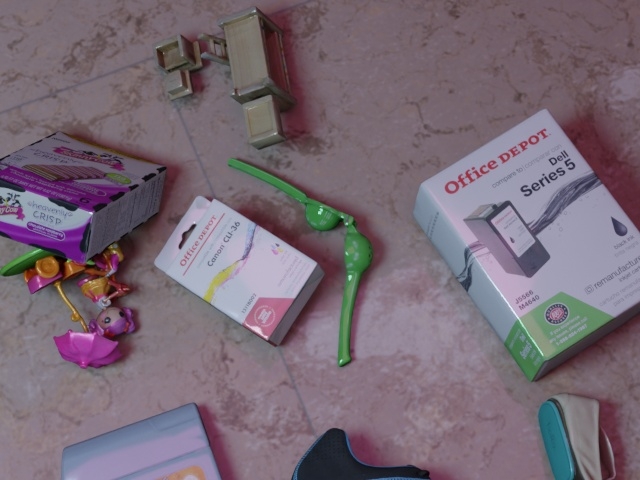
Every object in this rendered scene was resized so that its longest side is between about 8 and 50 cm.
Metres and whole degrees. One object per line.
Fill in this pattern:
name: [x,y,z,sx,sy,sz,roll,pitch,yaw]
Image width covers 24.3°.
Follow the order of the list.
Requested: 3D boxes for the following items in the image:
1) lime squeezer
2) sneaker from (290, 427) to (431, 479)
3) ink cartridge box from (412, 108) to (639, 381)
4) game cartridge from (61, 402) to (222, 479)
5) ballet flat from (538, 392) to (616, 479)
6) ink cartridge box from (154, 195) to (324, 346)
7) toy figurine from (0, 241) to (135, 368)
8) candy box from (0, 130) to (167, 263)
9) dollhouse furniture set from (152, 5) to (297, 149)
lime squeezer: [0.000,0.000,1.893,0.110,0.059,0.310,-35,74,19]
sneaker: [0.122,0.336,1.731,0.341,0.125,0.140,25,67,5]
ink cartridge box: [0.272,0.004,1.855,0.198,0.115,0.273,-31,74,-11]
game cartridge: [-0.192,0.359,1.753,0.198,0.062,0.297,-18,72,-12]
ballet flat: [0.320,0.302,1.776,0.086,0.086,0.248,-3,70,-3]
ink cartridge box: [-0.109,0.030,1.846,0.198,0.067,0.115,31,85,15]
toy figurine: [-0.285,0.077,1.836,0.173,0.130,0.159,-22,85,-34]
candy box: [-0.303,-0.057,1.800,0.159,0.233,0.071,18,109,10]
dollhouse furniture set: [-0.121,-0.183,1.943,0.161,0.101,0.182,-16,70,19]
